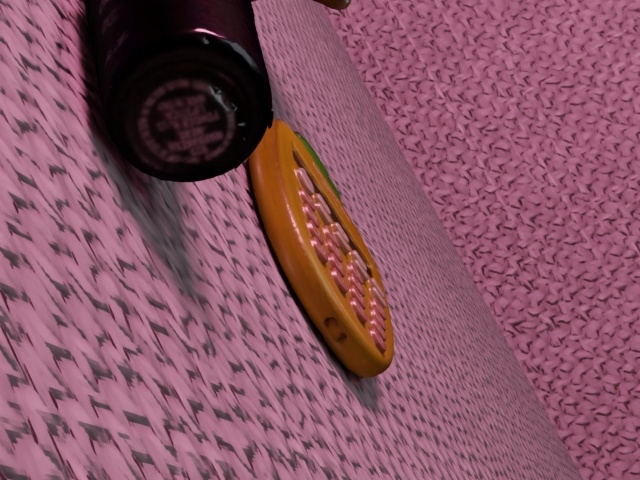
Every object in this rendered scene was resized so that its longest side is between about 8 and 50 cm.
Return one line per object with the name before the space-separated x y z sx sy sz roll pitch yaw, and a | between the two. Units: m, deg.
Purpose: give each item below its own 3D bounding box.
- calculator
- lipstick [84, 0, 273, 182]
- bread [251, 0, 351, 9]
calculator | 0.000 0.000 1.073 0.146 0.032 0.235 57 9 -23
lipstick | -0.077 -0.125 0.849 0.081 0.081 0.300 56 9 -29
bread | -0.080 -0.345 1.217 0.341 0.210 0.301 42 41 -49
